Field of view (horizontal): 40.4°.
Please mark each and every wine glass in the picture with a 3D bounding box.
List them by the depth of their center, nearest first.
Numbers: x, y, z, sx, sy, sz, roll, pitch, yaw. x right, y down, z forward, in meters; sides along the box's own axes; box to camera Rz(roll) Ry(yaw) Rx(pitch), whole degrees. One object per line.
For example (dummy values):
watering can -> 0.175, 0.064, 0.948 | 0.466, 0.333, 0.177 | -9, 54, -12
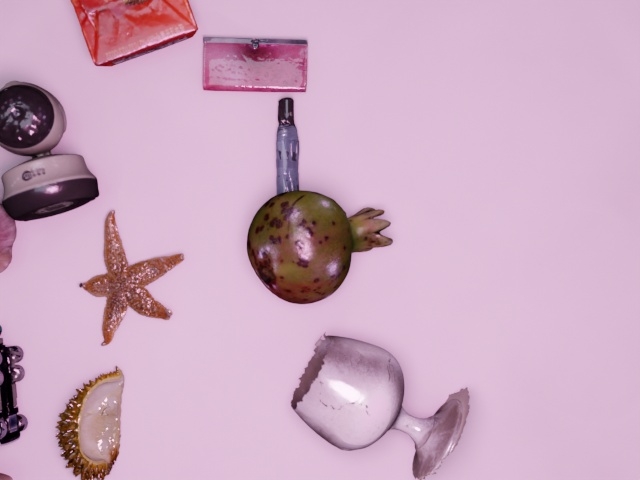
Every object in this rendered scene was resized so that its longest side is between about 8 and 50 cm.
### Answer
wine glass -> 0.115, 0.337, 1.800 | 0.323, 0.238, 0.238 | 29, 87, -9

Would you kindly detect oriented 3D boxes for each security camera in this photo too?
security camera -> -0.593, -0.196, 1.820 | 0.197, 0.191, 0.277 | -17, 87, -1

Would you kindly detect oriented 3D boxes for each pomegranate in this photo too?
pomegranate -> -0.004, -0.011, 1.810 | 0.306, 0.242, 0.242 | -33, 89, -10

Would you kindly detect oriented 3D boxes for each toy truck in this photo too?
toy truck -> -0.700, 0.303, 1.836 | 0.124, 0.114, 0.253 | -5, 88, 12

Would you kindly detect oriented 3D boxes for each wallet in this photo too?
wallet -> -0.144, -0.387, 1.922 | 0.232, 0.025, 0.119 | 1, 88, -1

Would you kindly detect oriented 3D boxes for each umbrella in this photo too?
umbrella -> -0.071, -0.187, 1.901 | 0.053, 0.052, 0.250 | 1, 88, -1

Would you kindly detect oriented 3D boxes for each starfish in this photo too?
starfish -> -0.405, 0.081, 1.884 | 0.231, 0.048, 0.295 | -1, 85, 9

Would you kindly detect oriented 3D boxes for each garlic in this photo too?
garlic -> -0.769, -0.016, 1.798 | 0.207, 0.256, 0.207 | 0, 90, 35

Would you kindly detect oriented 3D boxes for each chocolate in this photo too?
chocolate -> -0.408, -0.511, 1.881 | 0.237, 0.108, 0.235 | -21, 87, -4

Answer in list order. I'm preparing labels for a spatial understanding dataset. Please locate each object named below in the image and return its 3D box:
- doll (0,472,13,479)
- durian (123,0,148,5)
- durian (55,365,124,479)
doll -> -0.816, 0.597, 1.767 | 0.215, 0.226, 0.370 | 27, 91, 34
durian -> -0.369, -0.543, 1.820 | 0.066, 0.052, 0.130 | 19, 83, 37
durian -> -0.484, 0.394, 1.842 | 0.139, 0.144, 0.252 | 1, 82, -23
